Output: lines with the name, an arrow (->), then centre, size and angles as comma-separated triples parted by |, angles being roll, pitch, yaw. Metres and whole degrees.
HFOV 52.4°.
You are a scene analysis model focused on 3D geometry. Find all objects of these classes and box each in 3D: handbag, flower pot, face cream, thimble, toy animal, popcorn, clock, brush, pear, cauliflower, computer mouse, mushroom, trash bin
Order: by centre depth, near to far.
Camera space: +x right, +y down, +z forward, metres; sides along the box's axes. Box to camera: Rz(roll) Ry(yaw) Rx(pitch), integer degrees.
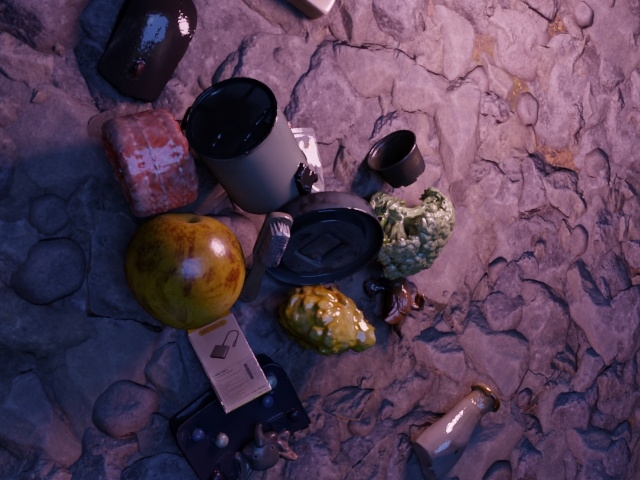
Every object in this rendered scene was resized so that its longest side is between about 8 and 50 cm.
thimble -> -0.381, -0.175, 1.470 | 0.162, 0.239, 0.239 | -23, 103, -20
pear -> -0.310, 0.070, 1.502 | 0.280, 0.281, 0.281 | -2, 94, -27
computer mouse -> -0.396, -0.472, 1.522 | 0.168, 0.087, 0.295 | 26, 83, -29
trash bin -> -0.164, -0.215, 1.523 | 0.262, 0.277, 0.217 | 61, 46, -62
brush -> -0.140, 0.061, 1.583 | 0.070, 0.327, 0.065 | 7, 47, -21
clock -> 0.001, 0.000, 1.654 | 0.319, 0.319, 0.066 | 8, 48, -28
handbag -> -0.191, 0.486, 1.674 | 0.325, 0.118, 0.269 | -34, 108, -20
popcorn -> 0.021, 0.205, 1.704 | 0.266, 0.233, 0.192 | 20, 77, -1
face cream -> -0.038, -0.190, 1.738 | 0.114, 0.070, 0.224 | -13, 95, -43
flower pot -> 0.223, -0.222, 1.832 | 0.107, 0.157, 0.157 | 46, 72, -35
cauliflower -> 0.235, -0.034, 1.834 | 0.250, 0.275, 0.272 | 38, 108, 12
toy animal -> 0.206, 0.190, 1.883 | 0.179, 0.089, 0.188 | 6, 90, -11
mushroom -> 0.422, 0.580, 2.008 | 0.328, 0.122, 0.159 | -40, 146, -19

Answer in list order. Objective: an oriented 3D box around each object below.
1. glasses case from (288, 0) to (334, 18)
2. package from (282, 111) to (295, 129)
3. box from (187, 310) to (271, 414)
glasses case -> -0.099, -0.723, 1.668 | 0.336, 0.076, 0.144 | 29, 79, -26
package -> -0.110, -0.281, 1.712 | 0.077, 0.033, 0.111 | 47, 67, -11
box -> -0.233, 0.296, 1.626 | 0.129, 0.033, 0.247 | -24, 73, -19
